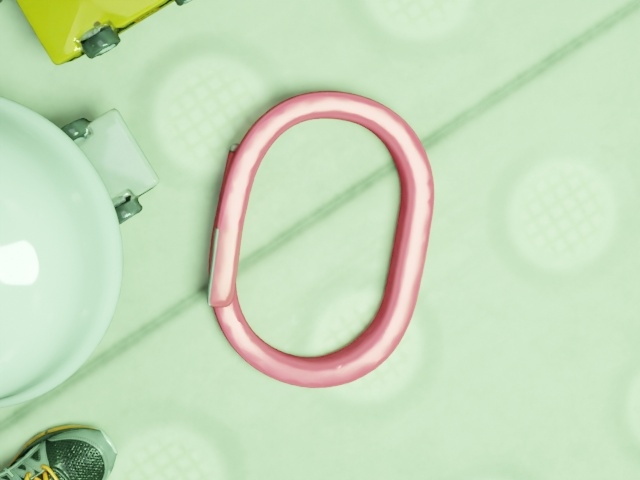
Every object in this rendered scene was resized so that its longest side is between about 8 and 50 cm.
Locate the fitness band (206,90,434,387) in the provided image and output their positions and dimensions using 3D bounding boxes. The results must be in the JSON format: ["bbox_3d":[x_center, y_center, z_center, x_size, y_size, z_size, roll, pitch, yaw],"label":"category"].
[{"bbox_3d":[0.000,0.000,1.111,0.209,0.054,0.290,9,96,-11],"label":"fitness band"}]

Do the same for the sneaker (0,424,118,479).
[{"bbox_3d":[-0.289,0.251,1.082,0.215,0.083,0.084,-32,98,-4],"label":"sneaker"}]

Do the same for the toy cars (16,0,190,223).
[{"bbox_3d":[-0.208,-0.140,1.052,0.177,0.087,0.393,19,97,1],"label":"toy cars"}]

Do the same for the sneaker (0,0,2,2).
[{"bbox_3d":[-0.385,-0.221,1.017,0.222,0.083,0.118,-33,99,-2],"label":"sneaker"}]

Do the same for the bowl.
[{"bbox_3d":[-0.329,0.020,0.969,0.298,0.134,0.297,1,98,5],"label":"bowl"}]
